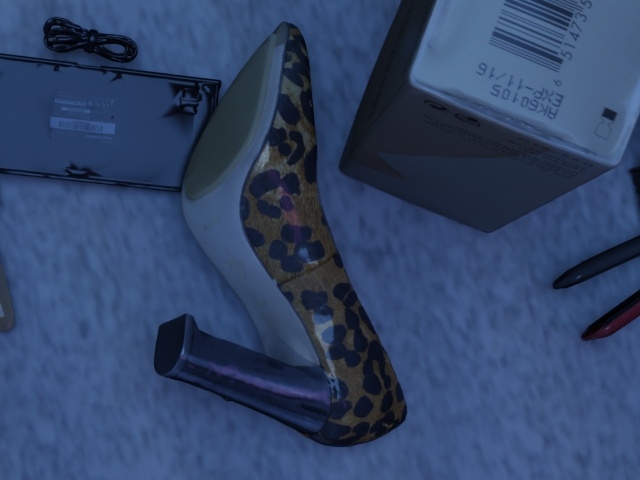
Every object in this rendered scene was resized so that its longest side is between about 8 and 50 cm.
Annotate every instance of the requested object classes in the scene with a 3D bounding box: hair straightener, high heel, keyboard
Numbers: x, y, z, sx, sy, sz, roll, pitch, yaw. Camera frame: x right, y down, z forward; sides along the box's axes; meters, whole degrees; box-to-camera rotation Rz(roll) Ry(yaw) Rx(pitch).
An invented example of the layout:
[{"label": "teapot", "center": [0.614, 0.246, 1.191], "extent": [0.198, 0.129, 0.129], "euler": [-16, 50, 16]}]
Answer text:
[{"label": "hair straightener", "center": [0.255, -0.025, 1.115], "extent": [0.230, 0.047, 0.089], "euler": [-32, 88, -9]}, {"label": "high heel", "center": [0.000, 0.000, 1.079], "extent": [0.186, 0.093, 0.261], "euler": [25, 69, -30]}, {"label": "keyboard", "center": [-0.158, -0.093, 1.083], "extent": [0.180, 0.023, 0.108], "euler": [6, 89, -12]}]

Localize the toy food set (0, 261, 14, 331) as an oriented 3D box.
[{"label": "toy food set", "center": [-0.302, 0.024, 1.058], "extent": [0.192, 0.038, 0.132], "euler": [-11, 90, -18]}]

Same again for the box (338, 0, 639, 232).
[{"label": "box", "center": [0.106, -0.105, 0.975], "extent": [0.121, 0.311, 0.148], "euler": [21, 81, -4]}]
